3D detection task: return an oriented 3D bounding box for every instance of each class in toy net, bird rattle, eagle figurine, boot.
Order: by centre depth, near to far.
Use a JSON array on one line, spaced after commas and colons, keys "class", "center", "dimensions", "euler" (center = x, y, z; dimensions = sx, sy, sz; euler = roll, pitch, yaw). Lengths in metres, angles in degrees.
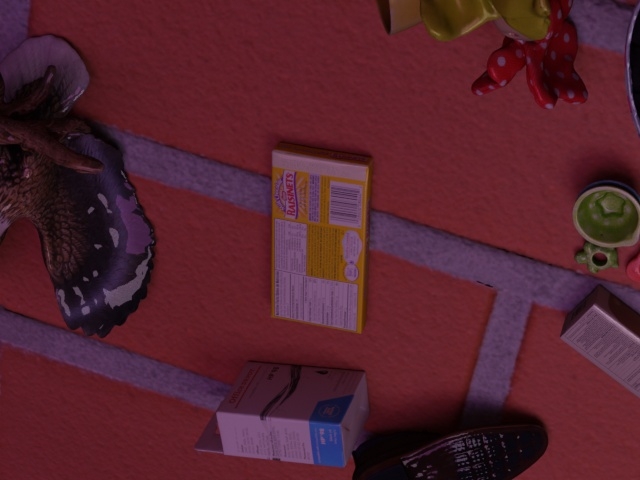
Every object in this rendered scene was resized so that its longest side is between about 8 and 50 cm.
[{"class": "bird rattle", "center": [0.189, -0.227, 1.217], "dimensions": [0.143, 0.253, 0.207], "euler": [20, 89, 34]}, {"class": "toy net", "center": [0.358, 0.001, 1.371], "dimensions": [0.232, 0.045, 0.122], "euler": [7, 121, 16]}, {"class": "eagle figurine", "center": [-0.315, -0.045, 1.532], "dimensions": [0.226, 0.225, 0.298], "euler": [59, 167, 28]}, {"class": "boot", "center": [0.134, 0.228, 1.577], "dimensions": [0.219, 0.106, 0.082], "euler": [-17, 111, -3]}]

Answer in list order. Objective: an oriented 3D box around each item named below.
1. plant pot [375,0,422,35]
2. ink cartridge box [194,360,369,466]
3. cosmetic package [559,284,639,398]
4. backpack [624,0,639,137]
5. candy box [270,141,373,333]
[{"class": "plant pot", "center": [0.093, -0.258, 1.278], "dimensions": [0.095, 0.134, 0.134], "euler": [-12, 116, -1]}, {"class": "ink cartridge box", "center": [-0.046, 0.190, 1.591], "dimensions": [0.180, 0.104, 0.060], "euler": [3, 120, 18]}, {"class": "cosmetic package", "center": [0.306, 0.105, 1.452], "dimensions": [0.115, 0.041, 0.060], "euler": [38, 124, -4]}, {"class": "backpack", "center": [0.383, -0.157, 1.181], "dimensions": [0.253, 0.191, 0.225], "euler": [-2, 119, 20]}, {"class": "candy box", "center": [0.000, 0.000, 1.511], "dimensions": [0.105, 0.027, 0.206], "euler": [12, 122, 16]}]
